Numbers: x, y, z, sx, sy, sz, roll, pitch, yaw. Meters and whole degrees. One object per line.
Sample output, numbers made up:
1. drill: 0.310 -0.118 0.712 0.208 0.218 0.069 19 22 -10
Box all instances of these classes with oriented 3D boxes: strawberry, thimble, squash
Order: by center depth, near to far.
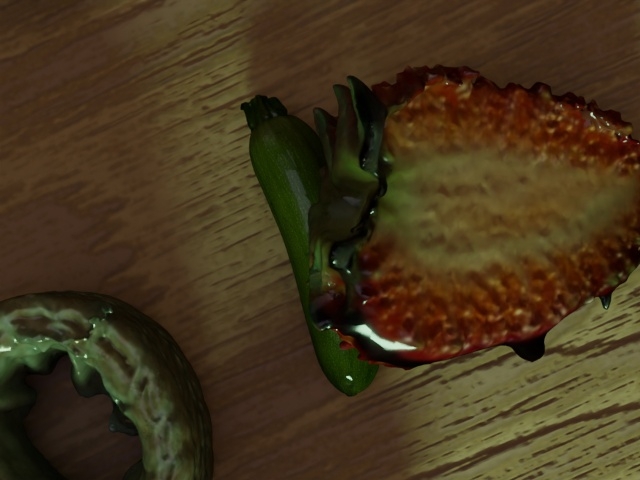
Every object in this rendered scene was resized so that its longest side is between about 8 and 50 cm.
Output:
1. strawberry: 0.118 -0.014 1.243 0.306 0.138 0.233 5 92 -31
2. thimble: -0.196 0.151 1.261 0.196 0.148 0.229 -21 87 5
3. squash: 0.000 0.000 1.283 0.069 0.069 0.258 -18 90 4
